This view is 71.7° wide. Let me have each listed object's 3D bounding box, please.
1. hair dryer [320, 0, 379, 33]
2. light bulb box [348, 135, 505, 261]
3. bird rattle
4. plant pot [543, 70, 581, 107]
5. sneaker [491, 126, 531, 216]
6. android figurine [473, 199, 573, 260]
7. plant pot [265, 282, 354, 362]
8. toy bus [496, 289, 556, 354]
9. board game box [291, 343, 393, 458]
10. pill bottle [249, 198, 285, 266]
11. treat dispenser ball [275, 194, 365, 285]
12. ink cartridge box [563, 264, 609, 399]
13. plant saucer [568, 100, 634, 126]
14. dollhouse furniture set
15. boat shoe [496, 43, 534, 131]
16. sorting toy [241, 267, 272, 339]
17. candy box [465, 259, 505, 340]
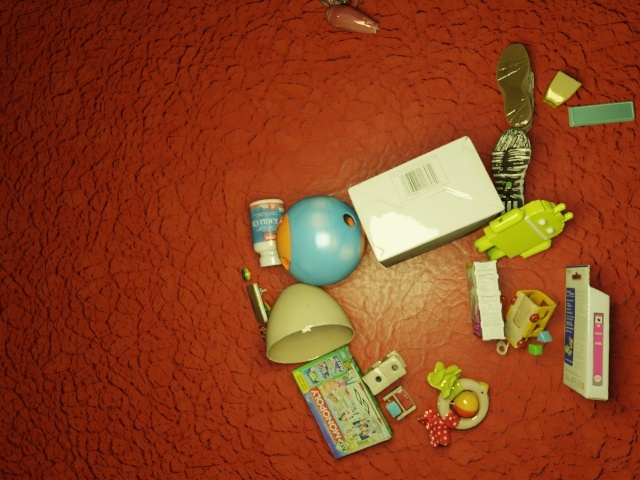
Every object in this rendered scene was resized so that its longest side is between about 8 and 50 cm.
[{"bbox_3d":[0.115,-0.848,1.567,0.223,0.080,0.294,-29,81,6],"label":"hair dryer"},{"bbox_3d":[0.303,-0.089,1.329,0.357,0.361,0.226,-23,80,7],"label":"light bulb box"},{"bbox_3d":[0.426,0.520,1.382,0.206,0.143,0.254,5,89,-6],"label":"bird rattle"},{"bbox_3d":[0.764,-0.476,1.421,0.081,0.081,0.083,38,103,11],"label":"plant pot"},{"bbox_3d":[0.591,-0.223,1.378,0.106,0.162,0.282,7,118,25],"label":"sneaker"},{"bbox_3d":[0.611,-0.026,1.333,0.272,0.248,0.056,-32,47,30],"label":"android figurine"},{"bbox_3d":[-0.053,0.251,1.434,0.283,0.284,0.191,-23,57,8],"label":"plant pot"},{"bbox_3d":[0.639,0.251,1.367,0.104,0.202,0.191,-1,77,-20],"label":"toy bus"},{"bbox_3d":[0.069,0.527,1.450,0.213,0.046,0.318,-30,85,18],"label":"board game box"},{"bbox_3d":[-0.175,-0.023,1.531,0.124,0.124,0.222,-9,84,9],"label":"pill bottle"},{"bbox_3d":[0.000,0.000,1.413,0.287,0.288,0.289,-1,85,10],"label":"treat dispenser ball"},{"bbox_3d":[0.780,0.260,1.307,0.069,0.176,0.372,1,85,10],"label":"ink cartridge box"},{"bbox_3d":[0.902,-0.408,1.420,0.191,0.018,0.067,-3,85,9],"label":"plant saucer"},{"bbox_3d":[0.244,0.467,1.412,0.128,0.129,0.184,-37,79,6],"label":"dollhouse furniture set"},{"bbox_3d":[0.641,-0.496,1.449,0.104,0.089,0.286,-5,81,36],"label":"boat shoe"},{"bbox_3d":[-0.201,0.219,1.521,0.046,0.132,0.275,-16,86,-21],"label":"sorting toy"},{"bbox_3d":[0.507,0.181,1.373,0.071,0.159,0.234,-5,84,9],"label":"candy box"}]
